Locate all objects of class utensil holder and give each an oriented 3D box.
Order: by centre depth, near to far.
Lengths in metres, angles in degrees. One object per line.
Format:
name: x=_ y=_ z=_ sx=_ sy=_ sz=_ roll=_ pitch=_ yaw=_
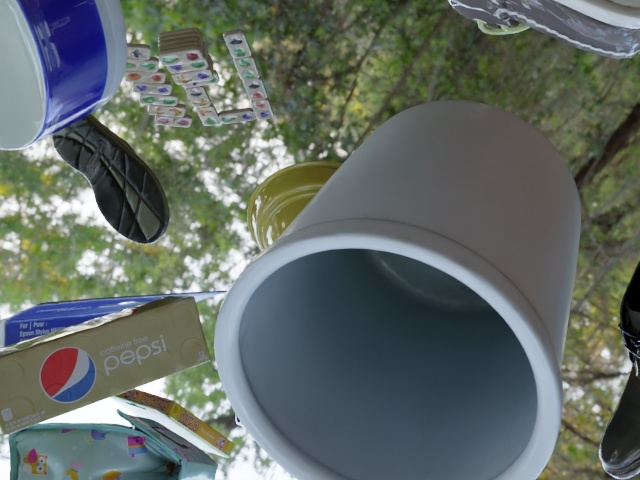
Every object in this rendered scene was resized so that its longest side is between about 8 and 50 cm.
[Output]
utensil holder: x=0.113 y=0.051 z=0.930 sx=0.328 sy=0.327 sz=0.385 roll=30 pitch=-146 yaw=4

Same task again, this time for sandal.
sandal: x=-0.348 y=-0.123 z=1.457 sx=0.303 sy=0.120 sz=0.086 roll=49 pitch=-159 yaw=20

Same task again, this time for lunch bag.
lunch bag: x=-0.296 y=0.337 z=1.248 sx=0.262 sy=0.160 sz=0.223 roll=-5 pitch=162 yaw=4

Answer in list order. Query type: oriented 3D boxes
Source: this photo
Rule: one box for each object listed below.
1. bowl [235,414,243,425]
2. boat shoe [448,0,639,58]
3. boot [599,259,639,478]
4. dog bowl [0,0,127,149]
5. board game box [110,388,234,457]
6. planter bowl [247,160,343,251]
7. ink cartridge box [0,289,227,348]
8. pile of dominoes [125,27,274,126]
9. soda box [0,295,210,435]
bowl: x=-0.080 y=0.209 z=1.788 sx=0.077 sy=0.391 sz=0.391 roll=20 pitch=-160 yaw=-8
boat shoe: x=0.142 y=-0.226 z=0.677 sx=0.117 sy=0.096 sz=0.324 roll=-27 pitch=-128 yaw=-24
boot: x=0.290 y=0.101 z=0.758 sx=0.106 sy=0.219 sz=0.082 roll=31 pitch=180 yaw=-21
dog bowl: x=-0.321 y=-0.225 z=0.827 sx=0.265 sy=0.265 sz=0.104 roll=34 pitch=-130 yaw=15
board game box: x=-0.256 y=0.310 z=1.459 sx=0.124 sy=0.039 sz=0.259 roll=11 pitch=158 yaw=26
planter bowl: x=0.000 y=0.000 z=1.201 sx=0.217 sy=0.217 sz=0.090 roll=23 pitch=-141 yaw=-17
ink cartridge box: x=-0.331 y=0.132 z=1.143 sx=0.304 sy=0.307 sz=0.072 roll=-1 pitch=-101 yaw=-51
pile of dominoes: x=-0.186 y=-0.223 z=1.265 sx=0.196 sy=0.040 sz=0.251 roll=-7 pitch=157 yaw=6
soda box: x=-0.189 y=0.100 z=0.712 sx=0.181 sy=0.061 sz=0.058 roll=-17 pitch=-174 yaw=-30
